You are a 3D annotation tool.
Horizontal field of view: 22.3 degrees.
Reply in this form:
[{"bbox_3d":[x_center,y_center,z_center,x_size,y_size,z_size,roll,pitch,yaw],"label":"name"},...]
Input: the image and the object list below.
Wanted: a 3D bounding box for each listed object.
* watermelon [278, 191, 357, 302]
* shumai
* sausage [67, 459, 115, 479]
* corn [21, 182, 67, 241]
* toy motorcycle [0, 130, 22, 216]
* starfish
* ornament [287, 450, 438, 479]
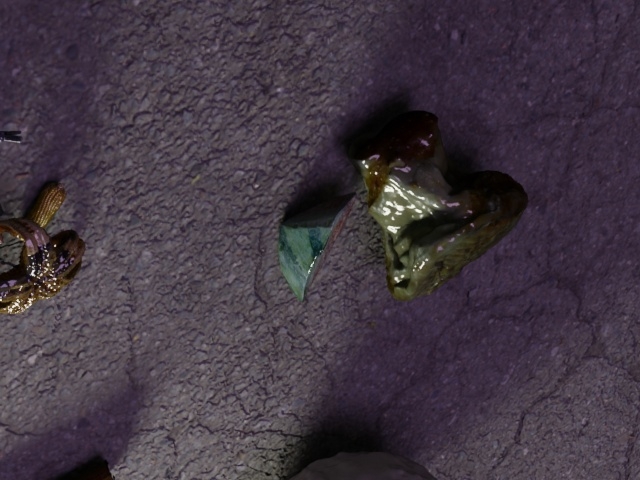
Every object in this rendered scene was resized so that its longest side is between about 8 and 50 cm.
[{"bbox_3d":[-0.008,0.004,2.089,0.094,0.081,0.180,-13,144,-47],"label":"watermelon"},{"bbox_3d":[0.140,-0.056,2.123,0.222,0.204,0.272,-34,166,-15],"label":"shumai"},{"bbox_3d":[-0.420,0.400,2.065,0.371,0.082,0.082,-27,131,-16],"label":"sausage"},{"bbox_3d":[-0.320,-0.033,1.875,0.083,0.027,0.028,-55,166,11],"label":"corn"},{"bbox_3d":[-0.443,-0.068,1.721,0.263,0.091,0.157,7,117,-42],"label":"toy motorcycle"},{"bbox_3d":[-0.336,0.036,1.851,0.146,0.074,0.190,-44,160,14],"label":"starfish"},{"bbox_3d":[0.061,0.462,2.272,0.337,0.337,0.337,-18,128,-24],"label":"ornament"}]
